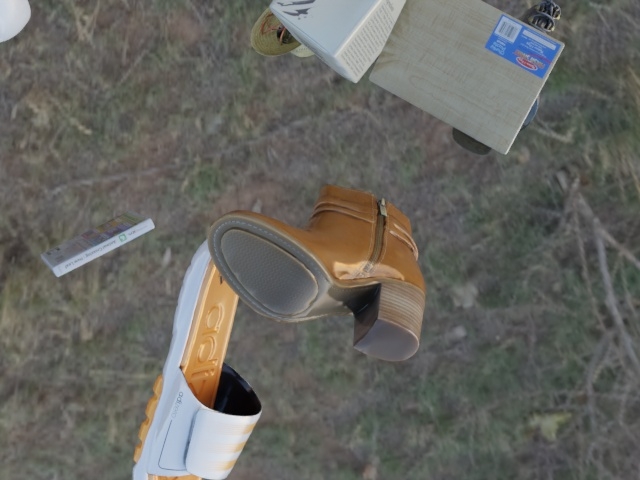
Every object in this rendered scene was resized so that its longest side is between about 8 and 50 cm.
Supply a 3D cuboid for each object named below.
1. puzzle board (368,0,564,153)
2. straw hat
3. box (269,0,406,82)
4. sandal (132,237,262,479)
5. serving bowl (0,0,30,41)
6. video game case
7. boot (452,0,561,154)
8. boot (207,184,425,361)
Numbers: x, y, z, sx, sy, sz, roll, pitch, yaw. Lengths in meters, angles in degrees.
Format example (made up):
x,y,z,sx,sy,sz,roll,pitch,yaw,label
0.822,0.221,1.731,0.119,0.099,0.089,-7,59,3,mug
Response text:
x,y,z,sx,sy,sz,roll,pitch,yaw,label
0.113,-0.140,0.839,0.128,0.011,0.096,31,108,14,puzzle board
-0.029,-0.306,1.583,0.144,0.144,0.061,-28,132,15,straw hat
0.077,-0.306,1.103,0.275,0.094,0.113,-51,165,2,box
-0.090,0.125,0.906,0.076,0.102,0.265,18,103,23,sandal
-0.217,-0.143,0.636,0.083,0.027,0.083,16,157,7,serving bowl
-0.416,0.003,1.976,0.193,0.212,0.023,-28,104,-15,video game case
0.283,-0.257,1.536,0.091,0.229,0.263,31,165,-4,boot
0.000,0.000,0.854,0.197,0.152,0.073,33,125,-23,boot
